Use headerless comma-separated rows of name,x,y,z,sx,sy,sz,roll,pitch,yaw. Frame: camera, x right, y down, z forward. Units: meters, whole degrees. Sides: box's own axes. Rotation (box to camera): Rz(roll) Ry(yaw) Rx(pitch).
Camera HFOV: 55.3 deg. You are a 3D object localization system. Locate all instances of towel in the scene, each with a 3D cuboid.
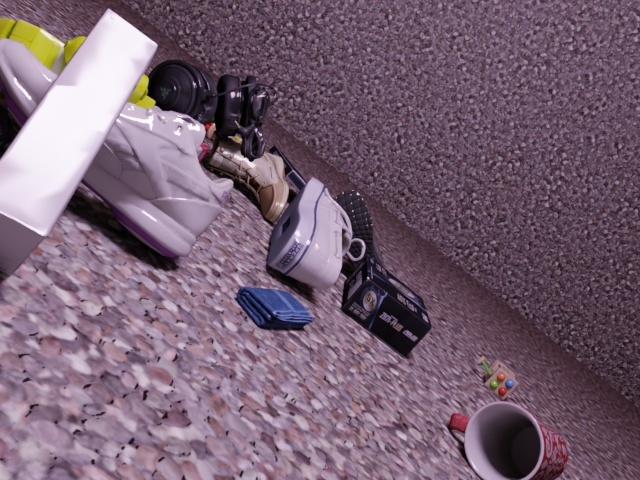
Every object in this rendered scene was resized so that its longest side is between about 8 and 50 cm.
towel,-0.060,0.090,0.832,0.067,0.029,0.119,43,13,26

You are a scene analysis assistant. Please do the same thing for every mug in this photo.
mug,0.290,0.297,0.917,0.169,0.113,0.150,30,16,-48

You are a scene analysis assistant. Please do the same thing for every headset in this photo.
headset,-0.218,-0.245,1.198,0.244,0.185,0.394,1,4,-38

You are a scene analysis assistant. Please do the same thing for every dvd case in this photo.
dvd case,-0.036,-0.131,1.602,0.238,0.030,0.179,49,4,-34

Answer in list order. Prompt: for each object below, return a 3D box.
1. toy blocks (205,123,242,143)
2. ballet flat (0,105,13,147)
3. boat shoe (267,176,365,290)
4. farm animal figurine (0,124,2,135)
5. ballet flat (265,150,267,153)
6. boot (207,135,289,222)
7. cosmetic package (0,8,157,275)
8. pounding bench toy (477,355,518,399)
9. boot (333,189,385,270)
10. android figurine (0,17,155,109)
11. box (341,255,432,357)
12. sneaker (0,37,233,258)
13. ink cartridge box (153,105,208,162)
toy blocks,-0.271,-0.291,1.571,0.148,0.054,0.123,41,13,11
ballet flat,-0.418,-0.169,0.636,0.203,0.074,0.074,40,12,-7
boat shoe,0.005,-0.006,1.134,0.157,0.135,0.367,36,14,-11
farm animal figurine,-0.418,-0.227,0.452,0.326,0.172,0.330,87,-19,-72
ballet flat,-0.141,-0.175,1.478,0.073,0.080,0.232,50,12,-1
boot,-0.154,-0.134,1.277,0.165,0.077,0.213,22,34,-26
cosmetic package,-0.229,-0.092,0.541,0.061,0.099,0.238,33,51,-24
pounding bench toy,0.379,0.294,1.328,0.083,0.052,0.065,39,12,3
boot,0.084,0.001,1.332,0.161,0.084,0.246,-85,155,-78
android figurine,-0.326,-0.192,0.774,0.273,0.056,0.248,32,-22,-36
box,0.122,0.118,1.152,0.147,0.077,0.180,39,12,-4
sneaker,-0.231,-0.121,0.706,0.305,0.152,0.114,47,-12,-29
ink cartridge box,-0.278,-0.163,1.021,0.127,0.072,0.175,39,11,-2
